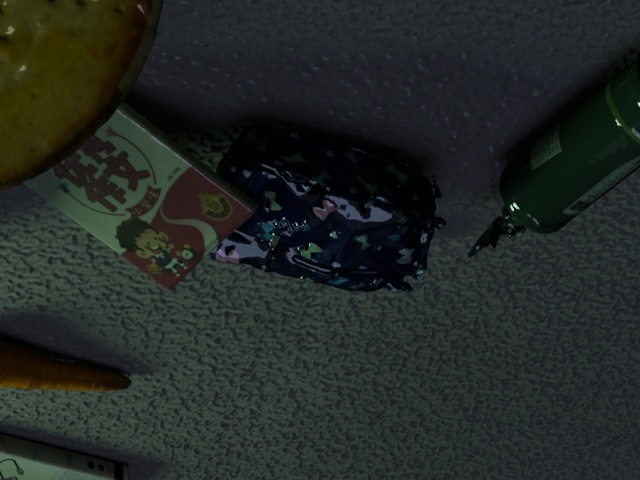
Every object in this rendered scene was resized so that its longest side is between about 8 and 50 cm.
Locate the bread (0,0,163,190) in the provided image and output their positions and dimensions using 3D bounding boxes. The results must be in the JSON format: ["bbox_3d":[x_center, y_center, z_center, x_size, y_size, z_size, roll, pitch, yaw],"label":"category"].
[{"bbox_3d":[-0.302,-0.217,1.463,0.398,0.215,0.398,-13,116,-28],"label":"bread"}]

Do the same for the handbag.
[{"bbox_3d":[-0.003,-0.029,1.938,0.260,0.113,0.162,12,131,-19],"label":"handbag"}]

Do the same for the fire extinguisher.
[{"bbox_3d":[0.263,-0.075,1.927,0.093,0.118,0.294,45,129,-5],"label":"fire extinguisher"}]

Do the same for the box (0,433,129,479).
[{"bbox_3d":[-0.386,0.306,2.413,0.247,0.033,0.129,20,138,-30],"label":"box"}]

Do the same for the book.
[{"bbox_3d":[-0.198,-0.059,1.873,0.232,0.022,0.162,37,129,-15],"label":"book"}]

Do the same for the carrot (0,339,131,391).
[{"bbox_3d":[-0.341,0.151,2.200,0.256,0.061,0.061,12,142,-36],"label":"carrot"}]
